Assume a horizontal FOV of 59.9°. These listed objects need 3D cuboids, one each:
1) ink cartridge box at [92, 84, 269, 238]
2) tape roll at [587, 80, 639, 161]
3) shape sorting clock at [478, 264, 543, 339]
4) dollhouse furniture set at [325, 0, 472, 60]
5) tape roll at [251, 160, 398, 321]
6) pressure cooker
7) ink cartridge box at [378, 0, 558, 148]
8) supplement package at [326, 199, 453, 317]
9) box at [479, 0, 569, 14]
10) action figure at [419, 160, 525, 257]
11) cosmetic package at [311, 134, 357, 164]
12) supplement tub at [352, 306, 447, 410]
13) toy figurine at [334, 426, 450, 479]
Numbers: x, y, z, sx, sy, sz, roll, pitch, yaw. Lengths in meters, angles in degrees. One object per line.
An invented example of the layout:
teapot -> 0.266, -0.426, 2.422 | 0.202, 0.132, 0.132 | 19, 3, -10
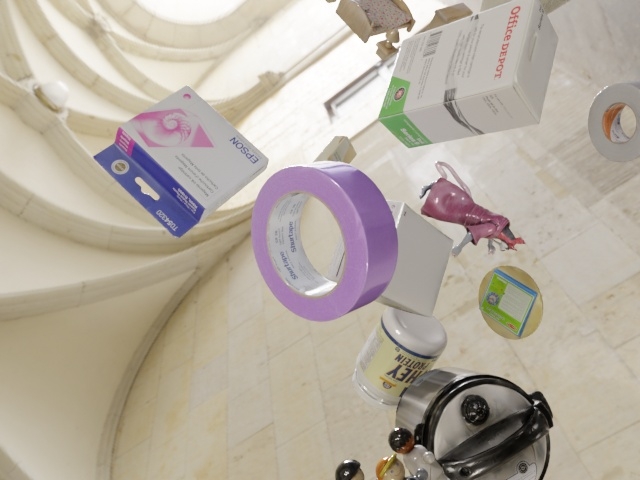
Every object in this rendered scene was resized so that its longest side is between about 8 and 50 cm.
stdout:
ink cartridge box -> -0.363, -0.219, 1.469 | 0.324, 0.330, 0.071 | 42, 150, 6
tape roll -> 0.860, -0.332, 1.554 | 0.219, 0.072, 0.219 | 168, 90, -71
shape sorting clock -> 0.522, 0.171, 1.533 | 0.040, 0.206, 0.206 | -1, -129, -37
dollhouse furniture set -> 0.236, -0.664, 1.539 | 0.303, 0.174, 0.355 | -28, -108, -35
tape roll -> 0.000, 0.000, 0.985 | 0.090, 0.275, 0.275 | -17, -110, -45
pressure cooker -> 0.423, 0.555, 1.574 | 0.375, 0.370, 0.420 | 22, 168, -5
ink cartridge box -> 0.278, -0.310, 1.063 | 0.121, 0.289, 0.211 | 36, -115, -38
supplement package -> 0.170, 0.043, 1.298 | 0.145, 0.204, 0.262 | 11, 168, 41
box -> 0.574, -0.672, 1.422 | 0.121, 0.311, 0.148 | 51, 164, 23
action figure -> 0.527, -0.083, 1.884 | 0.370, 0.275, 0.248 | 28, -158, 26
cosmetic package -> 0.028, -0.180, 1.261 | 0.041, 0.115, 0.060 | 13, 148, 44
supplement tub -> 0.264, 0.402, 1.917 | 0.235, 0.325, 0.235 | 19, -152, -11
toy figurine -> 0.110, 0.445, 0.985 | 0.148, 0.209, 0.213 | 48, -162, 11
